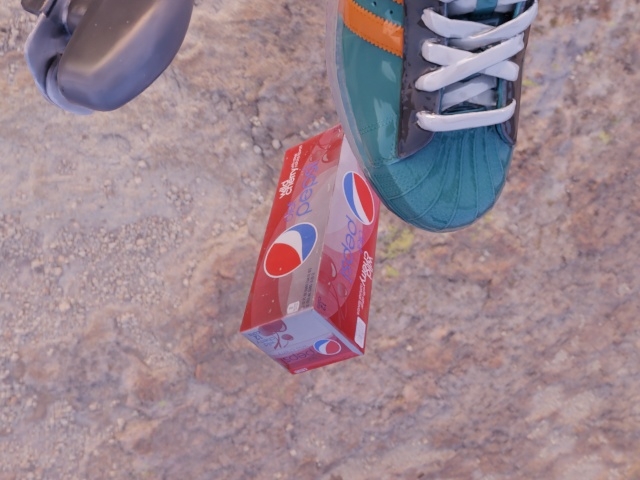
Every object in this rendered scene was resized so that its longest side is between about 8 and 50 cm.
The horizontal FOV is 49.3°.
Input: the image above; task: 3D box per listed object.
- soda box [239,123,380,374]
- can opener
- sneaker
[{"bbox_3d":[0.000,0.000,0.720,0.092,0.263,0.083,-22,129,32],"label":"soda box"},{"bbox_3d":[-0.090,-0.195,0.419,0.074,0.093,0.280,65,43,-70],"label":"can opener"},{"bbox_3d":[0.065,-0.143,0.348,0.108,0.121,0.302,-10,105,-14],"label":"sneaker"}]
